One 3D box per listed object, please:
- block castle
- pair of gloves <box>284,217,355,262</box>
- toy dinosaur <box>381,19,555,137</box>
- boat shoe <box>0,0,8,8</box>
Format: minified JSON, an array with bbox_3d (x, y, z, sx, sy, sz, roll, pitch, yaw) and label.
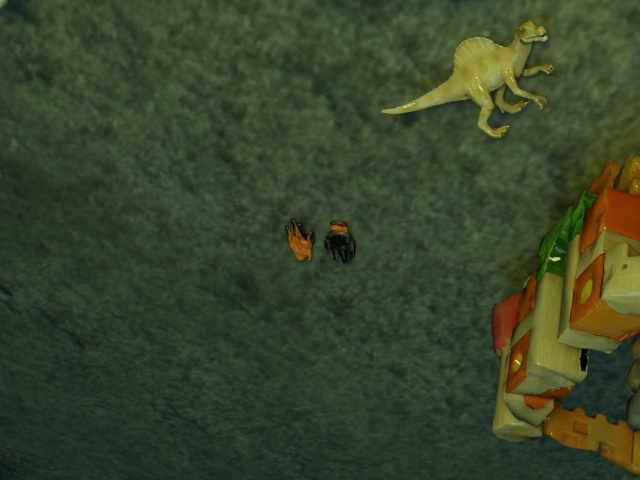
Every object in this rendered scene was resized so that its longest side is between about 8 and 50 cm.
[{"bbox_3d":[0.370,0.063,1.189,0.303,0.212,0.453,17,147,-8],"label":"block castle"},{"bbox_3d":[0.000,0.000,1.418,0.083,0.010,0.074,2,142,15],"label":"pair of gloves"},{"bbox_3d":[0.154,-0.147,1.132,0.183,0.053,0.092,-29,110,37],"label":"toy dinosaur"},{"bbox_3d":[-0.286,-0.311,1.057,0.084,0.079,0.233,42,150,21],"label":"boat shoe"}]
